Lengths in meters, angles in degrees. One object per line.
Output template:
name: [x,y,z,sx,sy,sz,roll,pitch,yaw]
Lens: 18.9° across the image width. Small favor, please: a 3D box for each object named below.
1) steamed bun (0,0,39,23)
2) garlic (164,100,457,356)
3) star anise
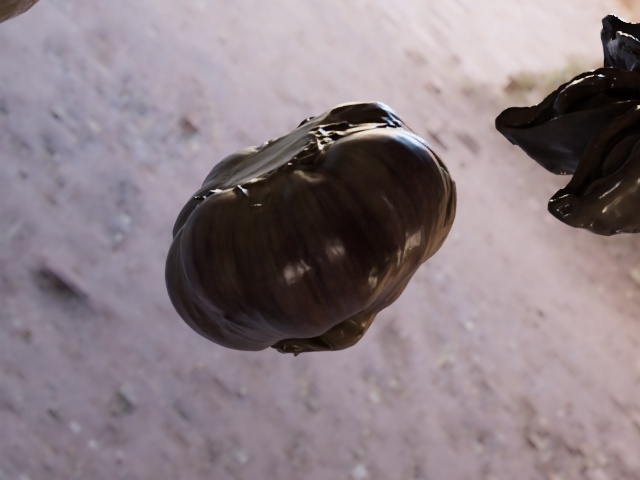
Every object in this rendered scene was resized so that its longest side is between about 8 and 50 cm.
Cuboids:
steamed bun: [-0.273,-0.262,1.365,0.289,0.203,0.276,24,44,17]
garlic: [0.000,0.000,1.438,0.160,0.245,0.245,60,16,-11]
star anise: [0.178,-0.045,0.895,0.172,0.208,0.063,-50,136,-42]
